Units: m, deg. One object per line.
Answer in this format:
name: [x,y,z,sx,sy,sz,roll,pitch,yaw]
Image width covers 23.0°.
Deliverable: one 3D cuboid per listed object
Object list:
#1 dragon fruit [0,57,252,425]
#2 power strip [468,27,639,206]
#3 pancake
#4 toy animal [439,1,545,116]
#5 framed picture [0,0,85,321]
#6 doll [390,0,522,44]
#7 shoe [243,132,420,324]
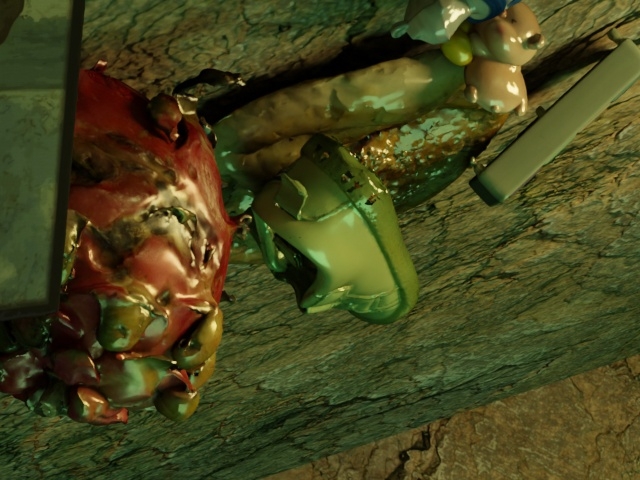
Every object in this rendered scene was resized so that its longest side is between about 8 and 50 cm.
dragon fruit: [-0.179,0.017,1.292,0.269,0.291,0.250,-15,155,-23]
power strip: [0.241,-0.123,1.664,0.215,0.061,0.145,-42,178,-5]
pancake: [0.022,-0.078,1.573,0.387,0.082,0.387,-22,159,-9]
toy animal: [0.160,-0.176,1.421,0.091,0.114,0.082,17,146,-41]
framed picture: [-0.257,-0.101,0.936,0.265,0.016,0.347,-6,112,-40]
doll: [0.160,-0.228,1.358,0.227,0.057,0.114,-27,169,-13]
shoe: [0.006,-0.005,1.467,0.128,0.140,0.262,-25,152,-9]
